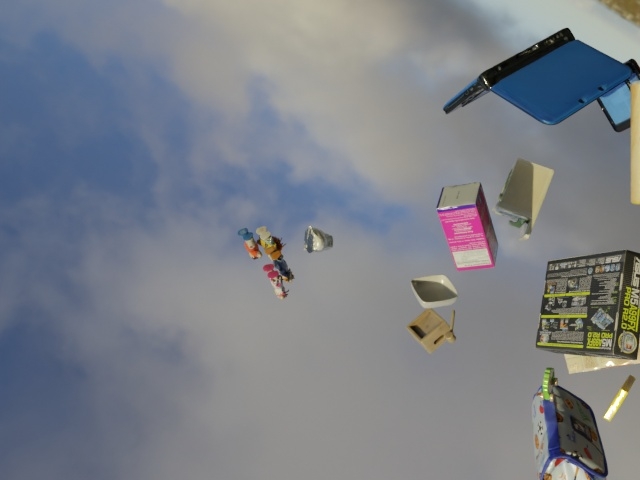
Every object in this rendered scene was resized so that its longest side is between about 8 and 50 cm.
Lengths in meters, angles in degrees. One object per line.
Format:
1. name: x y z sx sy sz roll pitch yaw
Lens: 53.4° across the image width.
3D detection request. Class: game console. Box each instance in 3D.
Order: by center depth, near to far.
1. game console: 0.461 -0.323 1.379 0.293 0.250 0.173 -31 -92 -25
2. game console: 0.710 -0.334 1.484 0.144 0.085 0.124 59 -168 0

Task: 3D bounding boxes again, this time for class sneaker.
1. sneaker: 0.000 0.000 2.103 0.095 0.090 0.235 7 -178 -7

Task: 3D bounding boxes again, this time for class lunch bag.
1. lunch bag: 0.848 0.729 2.186 0.385 0.239 0.327 62 -155 -27

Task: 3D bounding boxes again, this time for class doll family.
1. doll family: -0.139 0.058 1.966 0.263 0.118 0.163 54 171 32

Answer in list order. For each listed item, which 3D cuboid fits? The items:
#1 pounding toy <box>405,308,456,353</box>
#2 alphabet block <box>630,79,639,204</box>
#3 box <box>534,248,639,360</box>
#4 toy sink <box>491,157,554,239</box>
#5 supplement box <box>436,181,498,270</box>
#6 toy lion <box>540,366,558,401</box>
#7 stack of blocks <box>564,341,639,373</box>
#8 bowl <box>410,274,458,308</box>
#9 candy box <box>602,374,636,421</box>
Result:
1. pounding toy: 0.468 0.353 2.476 0.094 0.181 0.206 52 176 -31
2. alphabet block: 0.618 -0.157 1.033 0.194 0.196 0.192 1 -178 34
3. box: 0.580 0.141 1.382 0.060 0.216 0.270 14 169 -12
4. toy sink: 0.646 -0.130 2.079 0.131 0.234 0.153 21 -179 10
5. supplement box: 0.409 -0.035 1.761 0.220 0.114 0.111 66 -149 -31
6. toy lion: 0.627 0.385 1.748 0.034 0.096 0.100 5 -146 29
7. stack of blocks: 0.853 0.305 1.777 0.171 0.297 0.087 16 -119 -54
8. bowl: 0.393 0.184 2.207 0.142 0.053 0.142 -8 -146 -11
9. candy box: 0.894 0.467 1.899 0.027 0.105 0.206 30 -163 28
